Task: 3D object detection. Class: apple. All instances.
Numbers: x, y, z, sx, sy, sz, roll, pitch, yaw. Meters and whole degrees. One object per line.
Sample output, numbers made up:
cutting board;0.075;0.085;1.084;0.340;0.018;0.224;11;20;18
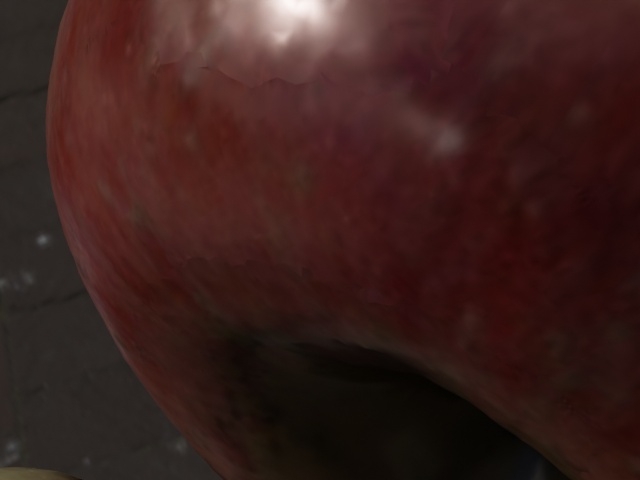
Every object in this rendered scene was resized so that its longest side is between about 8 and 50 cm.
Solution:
apple;0.106;-0.019;0.497;0.344;0.345;0.269;22;57;27

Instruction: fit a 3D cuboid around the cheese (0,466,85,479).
cheese;-0.117;0.152;0.425;0.070;0.249;0.163;-1;95;23
